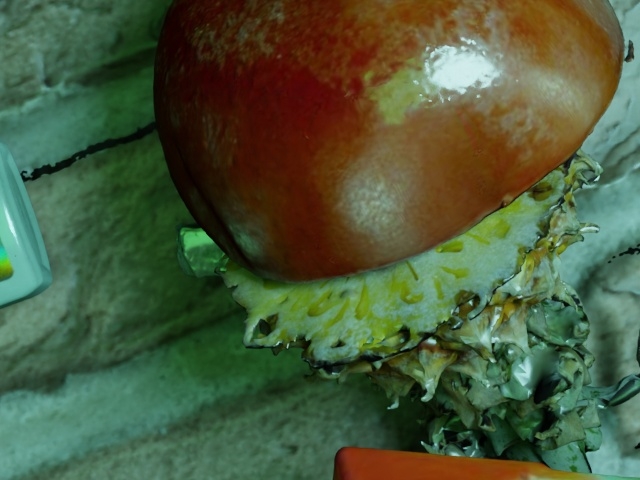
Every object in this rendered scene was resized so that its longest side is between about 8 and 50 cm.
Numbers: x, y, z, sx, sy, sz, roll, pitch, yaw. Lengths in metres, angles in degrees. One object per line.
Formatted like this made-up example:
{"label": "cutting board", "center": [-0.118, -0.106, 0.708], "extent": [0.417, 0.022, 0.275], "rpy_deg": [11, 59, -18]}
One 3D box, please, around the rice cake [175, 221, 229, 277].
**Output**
{"label": "rice cake", "center": [0.000, 0.000, 1.242], "extent": [0.210, 0.034, 0.043], "rpy_deg": [-5, 101, 0]}

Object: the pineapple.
{"label": "pineapple", "center": [0.104, 0.061, 1.156], "extent": [0.262, 0.262, 0.272], "rpy_deg": [-32, 128, 2]}

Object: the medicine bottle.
{"label": "medicine bottle", "center": [-0.318, 0.016, 1.222], "extent": [0.229, 0.083, 0.121], "rpy_deg": [-19, 88, 2]}

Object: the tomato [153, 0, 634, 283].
{"label": "tomato", "center": [0.018, -0.137, 1.089], "extent": [0.338, 0.338, 0.144], "rpy_deg": [-34, 128, 2]}

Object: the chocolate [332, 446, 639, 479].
{"label": "chocolate", "center": [0.159, 0.338, 1.141], "extent": [0.341, 0.161, 0.360], "rpy_deg": [6, 115, 1]}
